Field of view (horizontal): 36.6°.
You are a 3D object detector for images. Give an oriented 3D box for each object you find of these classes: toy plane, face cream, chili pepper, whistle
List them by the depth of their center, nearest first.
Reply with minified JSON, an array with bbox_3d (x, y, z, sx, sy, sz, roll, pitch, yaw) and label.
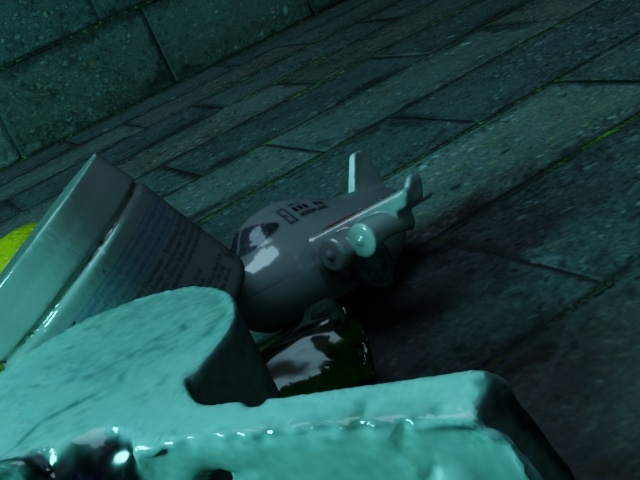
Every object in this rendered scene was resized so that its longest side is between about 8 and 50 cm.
[{"bbox_3d":[-0.061,0.146,0.538,0.188,0.168,0.405,-35,21,-31],"label":"whistle"},{"bbox_3d":[-0.049,0.124,0.751,0.216,0.062,0.108,-34,21,-21],"label":"chili pepper"},{"bbox_3d":[-0.167,0.045,0.758,0.177,0.153,0.177,-46,17,18],"label":"face cream"},{"bbox_3d":[0.002,0.004,0.900,0.252,0.118,0.252,-30,4,2],"label":"toy plane"}]

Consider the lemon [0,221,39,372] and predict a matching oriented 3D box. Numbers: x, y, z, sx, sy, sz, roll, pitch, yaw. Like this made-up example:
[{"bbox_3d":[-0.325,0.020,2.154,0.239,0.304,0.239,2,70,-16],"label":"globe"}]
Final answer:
[{"bbox_3d":[-0.275,0.070,0.997,0.181,0.180,0.193,-21,41,10],"label":"lemon"}]
